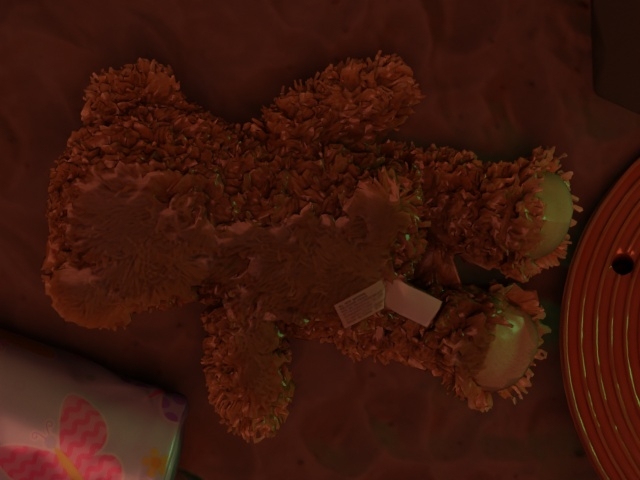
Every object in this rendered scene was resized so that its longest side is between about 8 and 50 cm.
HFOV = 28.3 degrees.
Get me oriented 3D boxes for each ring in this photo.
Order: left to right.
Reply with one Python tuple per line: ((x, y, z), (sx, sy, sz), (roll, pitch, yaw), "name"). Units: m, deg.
((0.316, 0.064, 0.769), (0.336, 0.032, 0.337), (-3, 74, 9), "ring")

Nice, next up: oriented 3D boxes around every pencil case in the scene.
((-0.219, 0.114, 0.784), (0.273, 0.113, 0.124), (18, 95, -7), "pencil case")

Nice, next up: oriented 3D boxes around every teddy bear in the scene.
((0.000, 0.000, 0.786), (0.337, 0.113, 0.245), (-6, 110, -9), "teddy bear")

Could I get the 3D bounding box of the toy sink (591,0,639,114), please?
((0.239, -0.146, 0.688), (0.131, 0.234, 0.153), (-5, 102, -1), "toy sink")
